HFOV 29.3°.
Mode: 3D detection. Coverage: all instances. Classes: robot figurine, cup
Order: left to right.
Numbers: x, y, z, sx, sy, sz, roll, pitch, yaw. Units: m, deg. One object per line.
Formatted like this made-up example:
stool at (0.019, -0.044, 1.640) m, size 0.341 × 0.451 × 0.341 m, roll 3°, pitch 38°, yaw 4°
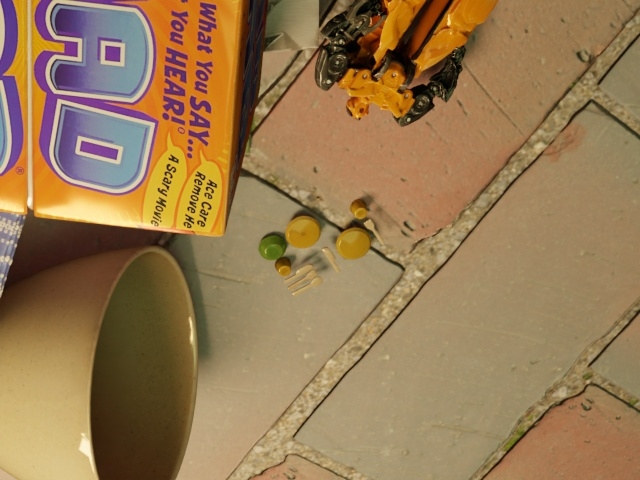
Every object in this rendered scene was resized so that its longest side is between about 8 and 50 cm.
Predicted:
cup at (-0.317, 0.166, 1.502) m, size 0.236 × 0.331 × 0.331 m, roll 3°, pitch 123°, yaw 15°
robot figurine at (0.112, -0.271, 1.448) m, size 0.211 × 0.085 × 0.291 m, roll 21°, pitch 113°, yaw -39°

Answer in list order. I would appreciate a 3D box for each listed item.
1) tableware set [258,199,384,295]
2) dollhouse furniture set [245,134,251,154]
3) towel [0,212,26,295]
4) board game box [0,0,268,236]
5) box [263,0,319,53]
tableware set at (0.000, 0.000, 1.628) m, size 0.154 × 0.024 × 0.104 m, roll -31°, pitch 119°, yaw 6°
dollhouse furniture set at (-0.153, -0.123, 1.494) m, size 0.151 × 0.058 × 0.076 m, roll -7°, pitch 121°, yaw -10°
towel at (-0.484, 0.069, 1.366) m, size 0.243 × 0.040 × 0.336 m, roll 19°, pitch 98°, yaw -5°
board game box at (-0.235, -0.259, 1.173) m, size 0.356 × 0.356 × 0.356 m, roll 7°, pitch 119°, yaw 0°
box at (-0.094, -0.327, 1.391) m, size 0.183 × 0.056 × 0.231 m, roll -5°, pitch 121°, yaw -11°
